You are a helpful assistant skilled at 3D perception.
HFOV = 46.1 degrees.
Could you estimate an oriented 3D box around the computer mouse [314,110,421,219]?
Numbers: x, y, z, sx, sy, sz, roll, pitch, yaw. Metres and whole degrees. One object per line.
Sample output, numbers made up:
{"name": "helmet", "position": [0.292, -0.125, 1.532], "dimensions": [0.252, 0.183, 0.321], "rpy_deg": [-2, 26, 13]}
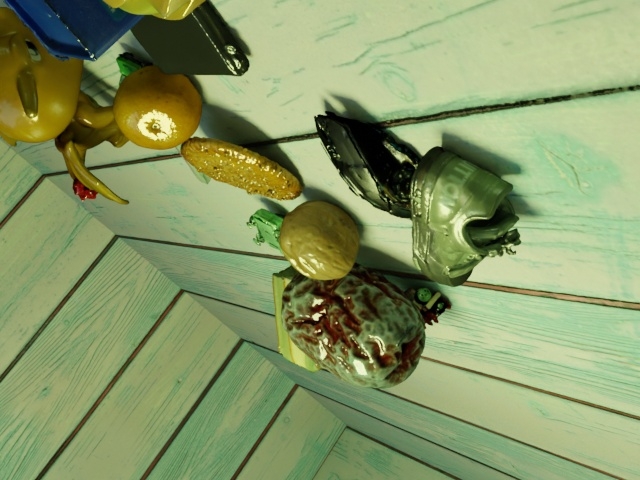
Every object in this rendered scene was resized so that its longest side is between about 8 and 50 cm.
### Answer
{"name": "computer mouse", "position": [0.079, -0.103, 1.124], "dimensions": [0.241, 0.078, 0.146], "rpy_deg": [40, 160, -14]}

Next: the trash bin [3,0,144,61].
{"name": "trash bin", "position": [-0.256, -0.333, 0.878], "dimensions": [0.184, 0.235, 0.162], "rpy_deg": [19, 157, 41]}

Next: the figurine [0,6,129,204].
{"name": "figurine", "position": [-0.557, -0.267, 1.582], "dimensions": [0.401, 0.268, 0.387], "rpy_deg": [41, 179, 21]}

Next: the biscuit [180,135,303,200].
{"name": "biscuit", "position": [-0.154, -0.132, 1.449], "dimensions": [0.253, 0.035, 0.254], "rpy_deg": [19, 170, 4]}

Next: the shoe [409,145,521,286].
{"name": "shoe", "position": [0.215, 0.000, 1.067], "dimensions": [0.149, 0.109, 0.293], "rpy_deg": [31, 159, 33]}

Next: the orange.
{"name": "orange", "position": [-0.292, -0.243, 1.352], "dimensions": [0.159, 0.158, 0.136], "rpy_deg": [50, -159, -39]}

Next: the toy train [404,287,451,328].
{"name": "toy train", "position": [0.210, 0.132, 1.537], "dimensions": [0.087, 0.050, 0.138], "rpy_deg": [42, 161, 2]}

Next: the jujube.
{"name": "jujube", "position": [0.067, 0.164, 1.518], "dimensions": [0.317, 0.226, 0.226], "rpy_deg": [26, 161, 43]}

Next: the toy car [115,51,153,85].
{"name": "toy car", "position": [-0.339, -0.289, 1.445], "dimensions": [0.071, 0.063, 0.165], "rpy_deg": [27, 161, 27]}

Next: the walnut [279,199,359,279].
{"name": "walnut", "position": [0.000, 0.000, 1.443], "dimensions": [0.166, 0.149, 0.166], "rpy_deg": [38, -168, -10]}

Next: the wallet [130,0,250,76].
{"name": "wallet", "position": [-0.215, -0.319, 1.170], "dimensions": [0.250, 0.044, 0.149], "rpy_deg": [15, 149, 50]}

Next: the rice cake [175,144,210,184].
{"name": "rice cake", "position": [-0.292, -0.191, 1.664], "dimensions": [0.033, 0.033, 0.208], "rpy_deg": [16, 157, 25]}

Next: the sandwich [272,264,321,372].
{"name": "sandwich", "position": [-0.028, 0.156, 1.748], "dimensions": [0.155, 0.227, 0.198], "rpy_deg": [18, 156, 43]}

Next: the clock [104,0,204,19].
{"name": "clock", "position": [-0.182, -0.371, 0.664], "dimensions": [0.317, 0.244, 0.200], "rpy_deg": [42, 142, -4]}

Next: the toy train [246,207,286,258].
{"name": "toy train", "position": [-0.096, -0.021, 1.678], "dimensions": [0.099, 0.081, 0.149], "rpy_deg": [27, 155, 27]}
